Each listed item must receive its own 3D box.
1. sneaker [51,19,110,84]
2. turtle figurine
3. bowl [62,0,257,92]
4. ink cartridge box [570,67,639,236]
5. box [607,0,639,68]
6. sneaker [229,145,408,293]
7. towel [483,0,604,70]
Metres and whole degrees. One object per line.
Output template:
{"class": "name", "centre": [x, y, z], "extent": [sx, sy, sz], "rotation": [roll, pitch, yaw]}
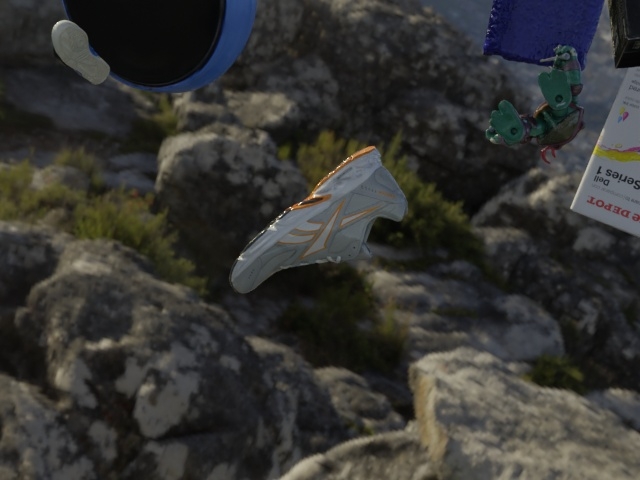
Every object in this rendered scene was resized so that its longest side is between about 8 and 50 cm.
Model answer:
{"class": "sneaker", "centre": [-0.394, -0.307, 1.611], "extent": [0.084, 0.058, 0.152], "rotation": [37, -4, 23]}
{"class": "turtle figurine", "centre": [0.317, -0.186, 1.450], "extent": [0.118, 0.175, 0.234], "rotation": [39, 17, 12]}
{"class": "bowl", "centre": [-0.297, -0.447, 1.815], "extent": [0.391, 0.391, 0.077], "rotation": [31, 32, 15]}
{"class": "ink cartridge box", "centre": [0.578, -0.140, 1.764], "extent": [0.201, 0.278, 0.117], "rotation": [24, 10, 20]}
{"class": "box", "centre": [0.380, -0.307, 1.206], "extent": [0.077, 0.180, 0.147], "rotation": [-6, -5, 10]}
{"class": "sneaker", "centre": [0.000, 0.000, 1.344], "extent": [0.121, 0.262, 0.099], "rotation": [50, 9, -3]}
{"class": "towel", "centre": [0.390, -0.450, 1.747], "extent": [0.227, 0.308, 0.076], "rotation": [5, 13, -31]}
